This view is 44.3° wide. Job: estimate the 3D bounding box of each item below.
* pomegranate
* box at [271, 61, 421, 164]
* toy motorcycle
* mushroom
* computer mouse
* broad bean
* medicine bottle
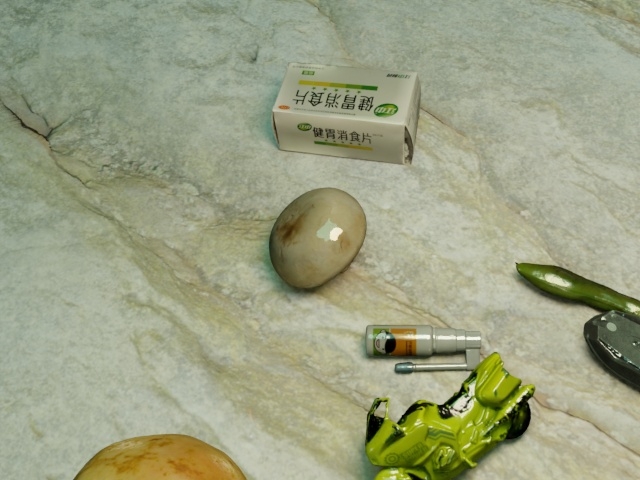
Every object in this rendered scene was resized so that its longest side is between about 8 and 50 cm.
[{"bbox_3d":[-0.270,0.472,1.240,0.343,0.342,0.342,-3,54,5],"label":"pomegranate"},{"bbox_3d":[0.068,-0.300,1.852,0.333,0.145,0.173,8,58,12],"label":"box"},{"bbox_3d":[0.210,0.327,1.387,0.342,0.142,0.206,-33,95,-17],"label":"toy motorcycle"},{"bbox_3d":[0.000,0.000,1.637,0.226,0.178,0.226,-28,31,19],"label":"mushroom"},{"bbox_3d":[0.593,0.219,1.460,0.231,0.071,0.126,31,50,14],"label":"computer mouse"},{"bbox_3d":[0.535,0.108,1.545,0.325,0.067,0.075,23,47,18],"label":"broad bean"},{"bbox_3d":[0.199,0.209,1.525,0.221,0.061,0.092,-1,79,6],"label":"medicine bottle"}]
